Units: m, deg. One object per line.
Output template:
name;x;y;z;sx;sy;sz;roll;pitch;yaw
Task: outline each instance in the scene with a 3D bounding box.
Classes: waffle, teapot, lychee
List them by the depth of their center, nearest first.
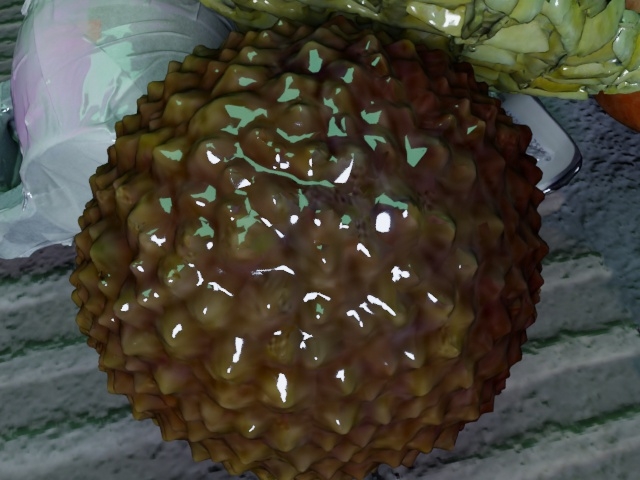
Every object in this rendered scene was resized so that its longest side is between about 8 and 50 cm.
lychee;0.000;0.000;0.488;0.268;0.267;0.267;-2;50;3
waffle;0.045;-0.144;0.570;0.297;0.317;0.073;17;88;41
teapot;-0.167;-0.089;0.645;0.222;0.163;0.178;-2;54;4

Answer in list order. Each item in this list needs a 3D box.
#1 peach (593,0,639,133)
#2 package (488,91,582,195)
peach;0.292;-0.184;0.643;0.214;0.235;0.214;4;45;-4
package;0.067;-0.062;0.686;0.232;0.040;0.166;-24;49;-5
